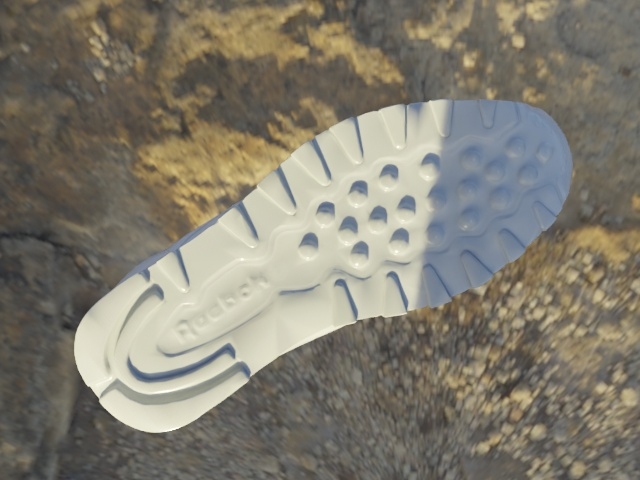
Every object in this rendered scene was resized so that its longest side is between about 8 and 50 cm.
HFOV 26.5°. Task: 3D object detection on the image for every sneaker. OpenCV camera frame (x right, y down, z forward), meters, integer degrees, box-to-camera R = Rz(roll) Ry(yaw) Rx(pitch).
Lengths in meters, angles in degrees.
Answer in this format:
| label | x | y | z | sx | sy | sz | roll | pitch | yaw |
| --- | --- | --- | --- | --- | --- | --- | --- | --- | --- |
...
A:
| label | x | y | z | sx | sy | sz | roll | pitch | yaw |
| --- | --- | --- | --- | --- | --- | --- | --- | --- | --- |
| sneaker | 0.000 | 0.000 | 0.616 | 0.235 | 0.095 | 0.090 | -25 | 94 | 9 |
